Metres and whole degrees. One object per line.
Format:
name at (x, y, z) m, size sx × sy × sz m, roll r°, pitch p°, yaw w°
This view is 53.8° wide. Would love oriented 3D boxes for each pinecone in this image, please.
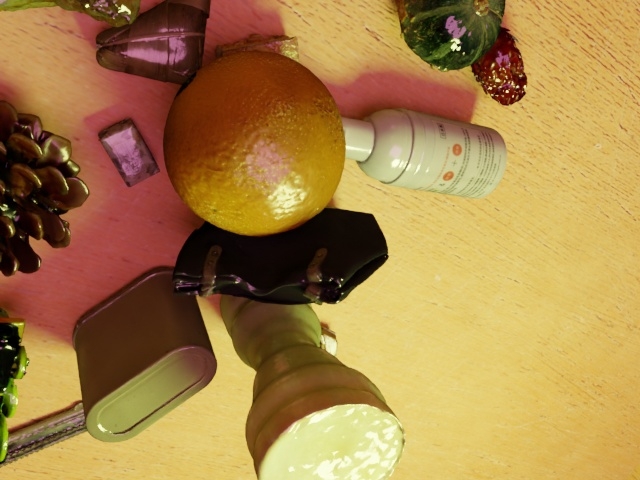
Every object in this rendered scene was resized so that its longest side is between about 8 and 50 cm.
pinecone at (-0.474, -0.052, 0.870) m, size 0.264 × 0.264 × 0.264 m, roll -11°, pitch 122°, yaw -19°

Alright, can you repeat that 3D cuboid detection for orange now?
orange at (-0.093, -0.141, 0.925) m, size 0.274 × 0.274 × 0.274 m, roll -11°, pitch 122°, yaw -19°

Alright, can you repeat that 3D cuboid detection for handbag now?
handbag at (-0.067, 0.036, 1.007) m, size 0.342 × 0.288 × 0.152 m, roll 1°, pitch 103°, yaw 10°

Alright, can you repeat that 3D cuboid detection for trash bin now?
trash bin at (-0.306, 0.187, 1.079) m, size 0.243 × 0.247 × 0.121 m, roll -34°, pitch 125°, yaw -2°

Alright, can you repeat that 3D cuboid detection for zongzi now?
zongzi at (-0.243, -0.326, 0.926) m, size 0.160 × 0.078 × 0.176 m, roll 5°, pitch 105°, yaw -27°

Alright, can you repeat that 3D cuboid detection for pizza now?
pizza at (-0.084, -0.280, 1.038) m, size 0.134 × 0.046 × 0.175 m, roll -43°, pitch 127°, yaw 5°

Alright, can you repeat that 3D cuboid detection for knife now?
knife at (-0.555, 0.377, 1.196) m, size 0.365 × 0.043 × 0.089 m, roll -17°, pitch 124°, yaw -16°

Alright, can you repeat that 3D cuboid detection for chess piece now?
chess piece at (-0.046, 0.227, 1.099) m, size 0.234 × 0.442 × 0.234 m, roll -9°, pitch 120°, yaw -16°

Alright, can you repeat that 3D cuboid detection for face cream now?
face cream at (0.155, -0.170, 1.153) m, size 0.369 × 0.145 × 0.145 m, roll 7°, pitch 114°, yaw -27°

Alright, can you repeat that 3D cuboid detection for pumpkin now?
pumpkin at (0.220, -0.383, 1.057) m, size 0.190 × 0.146 × 0.190 m, roll 5°, pitch 79°, yaw -29°

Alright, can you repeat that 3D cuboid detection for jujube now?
jujube at (0.334, -0.318, 1.180) m, size 0.104 × 0.104 × 0.166 m, roll -38°, pitch 128°, yaw -1°

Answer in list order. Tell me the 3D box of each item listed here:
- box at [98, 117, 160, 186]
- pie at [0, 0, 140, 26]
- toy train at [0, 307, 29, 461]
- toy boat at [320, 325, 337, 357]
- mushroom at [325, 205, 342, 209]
box at (-0.308, -0.141, 1.014) m, size 0.062 × 0.045 × 0.098 m, roll -30°, pitch 125°, yaw -8°
pie at (-0.391, -0.471, 0.715) m, size 0.395 × 0.180 × 0.418 m, roll -5°, pitch 110°, yaw -25°
toy train at (-0.562, 0.242, 1.047) m, size 0.100 × 0.160 × 0.296 m, roll 6°, pitch 117°, yaw -38°
toy boat at (-0.001, 0.276, 1.387) m, size 0.072 × 0.064 × 0.206 m, roll -1°, pitch 118°, yaw -4°
mushroom at (0.000, 0.000, 1.197) m, size 0.148 × 0.112 × 0.148 m, roll -17°, pitch 132°, yaw -20°
